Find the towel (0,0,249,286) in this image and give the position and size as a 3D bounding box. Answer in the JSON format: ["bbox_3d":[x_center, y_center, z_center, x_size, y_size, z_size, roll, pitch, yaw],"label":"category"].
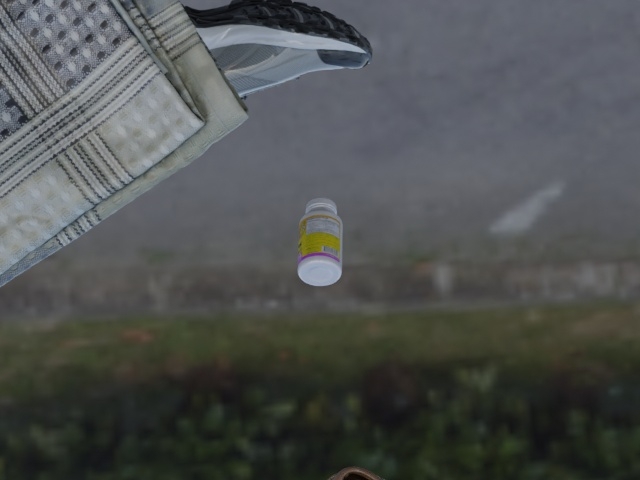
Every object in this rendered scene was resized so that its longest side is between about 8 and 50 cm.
[{"bbox_3d":[-0.262,-0.142,1.497,0.324,0.312,0.056,-34,173,7],"label":"towel"}]

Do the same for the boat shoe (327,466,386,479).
[{"bbox_3d":[0.091,0.379,1.999,0.123,0.324,0.116,-29,156,-18],"label":"boat shoe"}]

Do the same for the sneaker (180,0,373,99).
[{"bbox_3d":[-0.085,-0.174,1.824,0.272,0.108,0.100,-3,-157,-9],"label":"sneaker"}]

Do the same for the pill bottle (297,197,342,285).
[{"bbox_3d":[0.000,0.000,1.840,0.043,0.083,0.043,1,142,1],"label":"pill bottle"}]
